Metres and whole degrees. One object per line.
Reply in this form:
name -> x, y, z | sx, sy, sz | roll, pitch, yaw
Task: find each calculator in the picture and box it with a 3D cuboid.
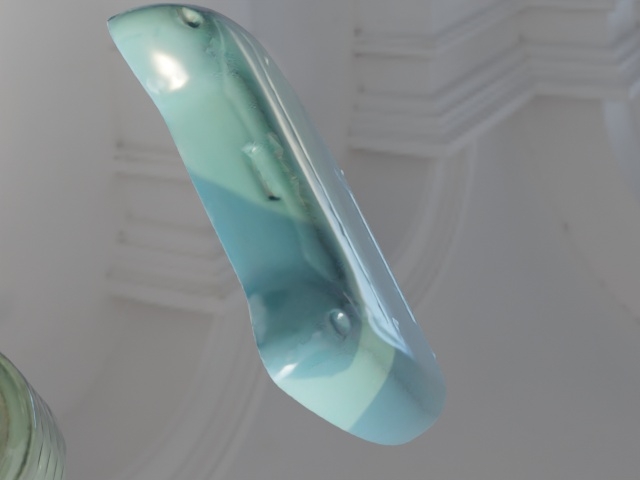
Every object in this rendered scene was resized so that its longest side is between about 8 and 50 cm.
calculator -> 0.000, 0.000, 0.761 | 0.054, 0.256, 0.386 | -28, 166, 6

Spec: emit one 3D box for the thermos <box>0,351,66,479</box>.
thermos -> -0.256, 0.177, 0.939 | 0.145, 0.182, 0.286 | -12, 163, -6
